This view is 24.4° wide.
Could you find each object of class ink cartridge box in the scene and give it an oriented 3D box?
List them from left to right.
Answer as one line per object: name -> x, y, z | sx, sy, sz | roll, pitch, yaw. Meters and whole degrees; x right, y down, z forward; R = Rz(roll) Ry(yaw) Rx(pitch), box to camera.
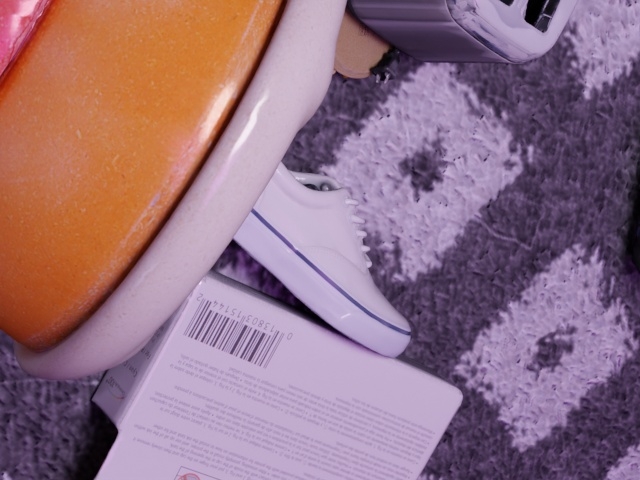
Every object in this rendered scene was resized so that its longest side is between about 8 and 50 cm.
ink cartridge box -> -0.056, 0.183, 1.224 | 0.296, 0.066, 0.261 | 27, 94, -35

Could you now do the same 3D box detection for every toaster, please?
toaster -> 0.118, -0.220, 1.109 | 0.129, 0.146, 0.227 | 30, 82, -34

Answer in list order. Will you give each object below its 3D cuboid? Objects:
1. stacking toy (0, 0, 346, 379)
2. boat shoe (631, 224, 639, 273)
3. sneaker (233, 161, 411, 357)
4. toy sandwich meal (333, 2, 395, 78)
stacking toy -> -0.253, -0.164, 0.870 | 0.479, 0.350, 0.351 | 31, 91, -20
boat shoe -> 0.450, -0.071, 1.388 | 0.340, 0.127, 0.158 | -19, 124, -23
sneaker -> 0.000, 0.000, 1.171 | 0.091, 0.094, 0.258 | -49, 124, -1
toy sandwich meal -> 0.024, -0.165, 1.165 | 0.085, 0.029, 0.086 | -7, 103, -33
